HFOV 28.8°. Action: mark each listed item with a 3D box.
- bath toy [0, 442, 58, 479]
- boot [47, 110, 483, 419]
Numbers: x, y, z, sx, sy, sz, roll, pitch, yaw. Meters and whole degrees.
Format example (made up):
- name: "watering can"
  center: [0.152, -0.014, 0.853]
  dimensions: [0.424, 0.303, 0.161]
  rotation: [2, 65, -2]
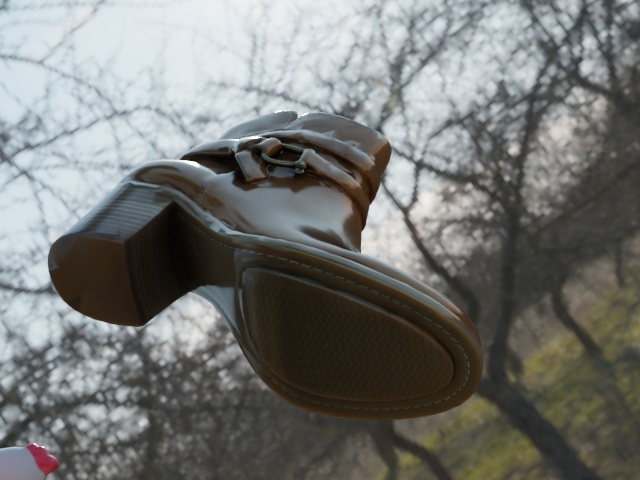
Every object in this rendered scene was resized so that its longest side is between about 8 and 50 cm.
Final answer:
- name: "bath toy"
  center: [-0.318, 0.211, 1.030]
  dimensions: [0.129, 0.151, 0.348]
  rotation: [-27, -16, 3]
- name: "boot"
  center: [0.000, 0.000, 0.788]
  dimensions: [0.284, 0.109, 0.220]
  rotation: [9, 30, 27]
